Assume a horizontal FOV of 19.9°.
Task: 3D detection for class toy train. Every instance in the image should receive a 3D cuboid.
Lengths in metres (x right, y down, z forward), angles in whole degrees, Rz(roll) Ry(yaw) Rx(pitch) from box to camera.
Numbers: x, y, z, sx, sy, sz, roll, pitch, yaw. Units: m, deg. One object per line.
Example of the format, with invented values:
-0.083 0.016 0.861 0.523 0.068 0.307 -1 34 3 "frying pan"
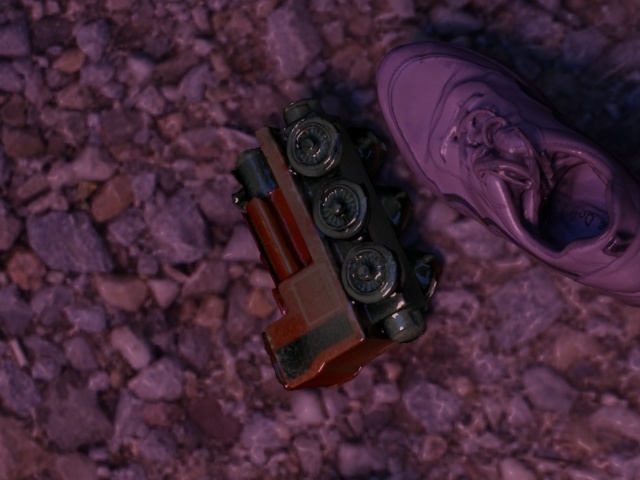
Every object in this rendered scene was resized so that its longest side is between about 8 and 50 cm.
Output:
0.000 0.000 1.186 0.118 0.074 0.176 -33 73 23 "toy train"

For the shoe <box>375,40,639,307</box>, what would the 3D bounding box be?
0.117 -0.048 1.096 0.245 0.137 0.095 38 96 25 "shoe"
